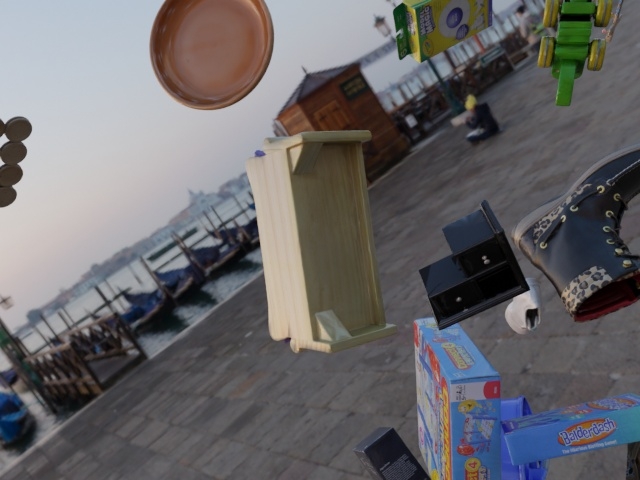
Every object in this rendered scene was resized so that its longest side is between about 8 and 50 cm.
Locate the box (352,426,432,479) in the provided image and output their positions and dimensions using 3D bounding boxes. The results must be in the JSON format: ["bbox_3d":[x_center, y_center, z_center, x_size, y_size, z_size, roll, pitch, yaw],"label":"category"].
[{"bbox_3d":[0.165,0.524,1.390,0.093,0.158,0.156,-35,-10,-15],"label":"box"}]

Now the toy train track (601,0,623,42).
[{"bbox_3d":[0.398,-0.309,0.810,0.048,0.014,0.083,-47,-30,-30],"label":"toy train track"}]

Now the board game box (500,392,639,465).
[{"bbox_3d":[0.379,0.277,0.887,0.210,0.047,0.160,-16,-13,11],"label":"board game box"}]

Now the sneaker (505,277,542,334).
[{"bbox_3d":[0.498,0.186,1.443,0.080,0.212,0.094,-14,50,5],"label":"sneaker"}]

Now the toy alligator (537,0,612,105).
[{"bbox_3d":[0.241,-0.219,0.563,0.056,0.189,0.051,7,6,17],"label":"toy alligator"}]

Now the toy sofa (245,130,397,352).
[{"bbox_3d":[0.000,0.000,1.018,0.150,0.362,0.177,-9,2,-36],"label":"toy sofa"}]

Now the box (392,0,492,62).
[{"bbox_3d":[0.205,-0.375,1.003,0.179,0.105,0.043,-29,49,-9],"label":"box"}]

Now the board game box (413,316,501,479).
[{"bbox_3d":[0.256,0.340,1.149,0.086,0.308,0.302,-5,11,-1],"label":"board game box"}]

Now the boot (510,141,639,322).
[{"bbox_3d":[0.626,-0.018,1.289,0.377,0.138,0.284,-36,39,19],"label":"boot"}]

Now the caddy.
[{"bbox_3d":[0.529,0.586,1.629,0.179,0.241,0.341,-10,33,24],"label":"caddy"}]

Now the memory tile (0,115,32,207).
[{"bbox_3d":[-0.450,-0.102,0.799,0.113,0.012,0.148,-14,-42,-52],"label":"memory tile"}]

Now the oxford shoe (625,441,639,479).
[{"bbox_3d":[0.579,0.363,1.029,0.096,0.227,0.082,3,40,31],"label":"oxford shoe"}]

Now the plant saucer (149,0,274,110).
[{"bbox_3d":[-0.157,-0.289,0.883,0.200,0.199,0.037,-31,-8,17],"label":"plant saucer"}]

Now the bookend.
[{"bbox_3d":[0.218,0.042,0.920,0.156,0.157,0.072,-26,42,12],"label":"bookend"}]
